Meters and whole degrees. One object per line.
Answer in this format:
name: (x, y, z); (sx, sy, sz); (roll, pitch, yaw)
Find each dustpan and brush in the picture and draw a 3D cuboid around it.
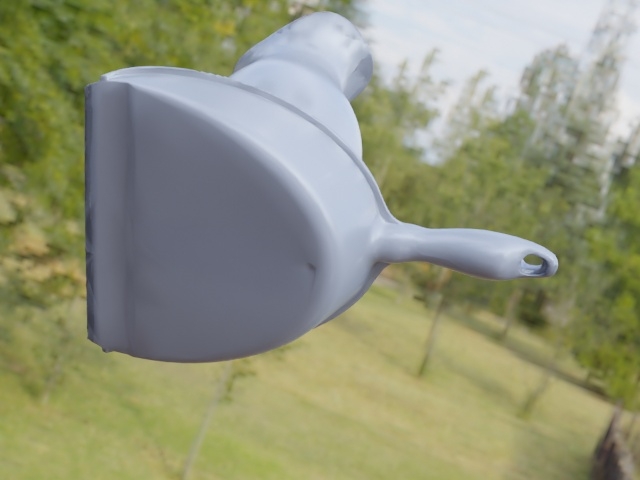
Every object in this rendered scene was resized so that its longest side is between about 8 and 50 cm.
dustpan and brush: (0.000, 0.000, 0.682); (0.211, 0.147, 0.060); (12, 28, 17)

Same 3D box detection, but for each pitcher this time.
pitcher: (-0.052, -0.070, 1.105); (0.125, 0.178, 0.207); (56, 24, -26)
